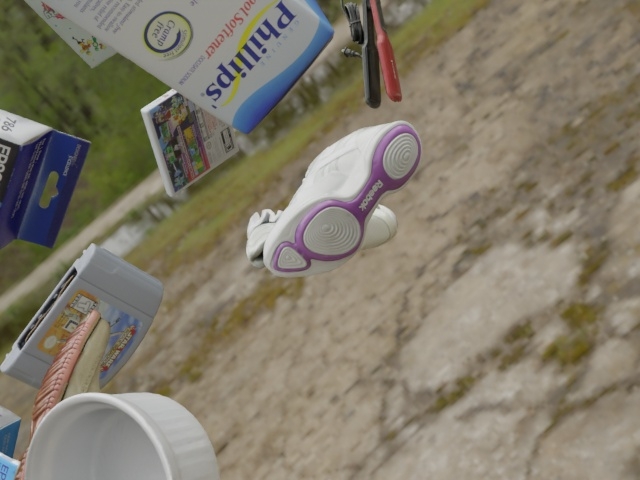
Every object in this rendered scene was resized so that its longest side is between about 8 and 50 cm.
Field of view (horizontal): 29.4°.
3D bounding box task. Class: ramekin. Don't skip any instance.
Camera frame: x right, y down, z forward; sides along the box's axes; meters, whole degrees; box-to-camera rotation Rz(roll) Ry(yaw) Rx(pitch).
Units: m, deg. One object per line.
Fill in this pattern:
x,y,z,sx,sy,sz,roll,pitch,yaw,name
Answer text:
-0.275,0.346,1.735,0.277,0.277,0.135,-34,-16,27,ramekin

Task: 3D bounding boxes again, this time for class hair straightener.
0.062,-0.315,1.896,0.089,0.230,0.047,-16,-6,33,hair straightener

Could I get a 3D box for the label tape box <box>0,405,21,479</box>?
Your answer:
-0.488,0.328,1.584,0.348,0.115,0.249,20,100,35,label tape box

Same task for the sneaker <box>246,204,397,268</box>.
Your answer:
0.000,0.000,2.276,0.292,0.110,0.118,-8,30,13,sneaker

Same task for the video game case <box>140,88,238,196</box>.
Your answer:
-0.250,-0.212,2.365,0.023,0.201,0.183,25,51,38,video game case

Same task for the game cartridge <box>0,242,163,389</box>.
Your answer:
-0.437,0.168,2.300,0.297,0.198,0.062,-53,30,6,game cartridge

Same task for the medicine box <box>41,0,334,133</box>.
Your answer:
-0.160,-0.288,1.260,0.149,0.289,0.263,-48,33,17,medicine box

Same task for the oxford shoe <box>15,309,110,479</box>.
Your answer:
-0.421,0.315,2.102,0.140,0.146,0.397,-32,39,61,oxford shoe

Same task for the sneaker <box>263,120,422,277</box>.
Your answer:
0.019,-0.058,1.805,0.305,0.114,0.152,-45,28,-21,sneaker

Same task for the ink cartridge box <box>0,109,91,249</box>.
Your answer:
-0.439,-0.088,1.356,0.065,0.333,0.165,-92,23,-57,ink cartridge box

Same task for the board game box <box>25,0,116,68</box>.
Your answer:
-0.449,-0.480,2.103,0.097,0.303,0.224,-27,38,24,board game box
